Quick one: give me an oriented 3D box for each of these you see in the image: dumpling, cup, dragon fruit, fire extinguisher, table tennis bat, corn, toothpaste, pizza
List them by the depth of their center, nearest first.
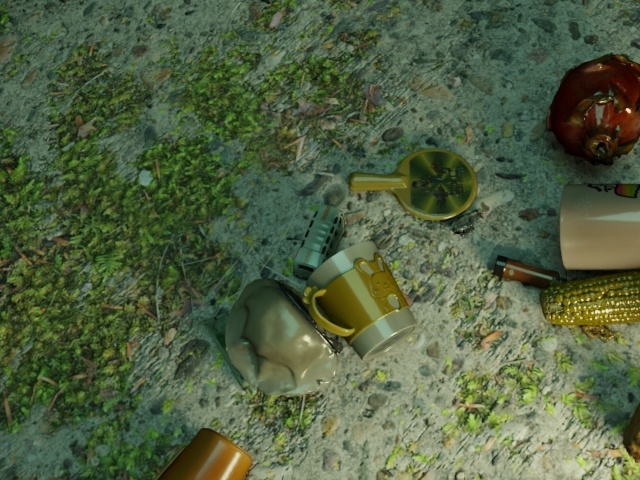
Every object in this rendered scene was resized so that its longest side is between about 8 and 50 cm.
[{"bbox_3d":[-0.275,0.523,1.353,0.226,0.182,0.264,6,53,46],"label":"cup"},{"bbox_3d":[0.637,0.123,1.421,0.321,0.119,0.119,-7,64,11],"label":"corn"},{"bbox_3d":[0.609,0.202,1.441,0.083,0.016,0.037,18,75,15],"label":"pizza"},{"bbox_3d":[0.075,0.141,1.446,0.241,0.185,0.226,-16,64,-40],"label":"cup"},{"bbox_3d":[0.646,-0.040,1.447,0.200,0.192,0.253,-1,20,29],"label":"cup"},{"bbox_3d":[-0.090,0.208,1.452,0.204,0.163,0.293,-27,70,-27],"label":"dumpling"},{"bbox_3d":[0.484,0.076,1.498,0.177,0.062,0.050,15,38,15],"label":"fire extinguisher"},{"bbox_3d":[-0.200,0.260,1.523,0.064,0.041,0.218,-24,60,-17],"label":"toothpaste"},{"bbox_3d":[0.656,-0.305,1.561,0.250,0.250,0.315,9,68,12],"label":"dragon fruit"},{"bbox_3d":[0.230,-0.142,1.652,0.320,0.050,0.199,3,67,5],"label":"table tennis bat"}]

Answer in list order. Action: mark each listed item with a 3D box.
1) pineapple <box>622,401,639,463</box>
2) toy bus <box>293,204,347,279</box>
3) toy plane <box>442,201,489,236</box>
[{"bbox_3d":[0.747,0.410,1.247,0.309,0.141,0.170,26,108,15],"label":"pineapple"},{"bbox_3d":[0.000,0.000,1.589,0.087,0.089,0.194,17,67,15],"label":"toy bus"},{"bbox_3d":[0.356,-0.049,1.593,0.120,0.031,0.049,-29,55,-3],"label":"toy plane"}]
